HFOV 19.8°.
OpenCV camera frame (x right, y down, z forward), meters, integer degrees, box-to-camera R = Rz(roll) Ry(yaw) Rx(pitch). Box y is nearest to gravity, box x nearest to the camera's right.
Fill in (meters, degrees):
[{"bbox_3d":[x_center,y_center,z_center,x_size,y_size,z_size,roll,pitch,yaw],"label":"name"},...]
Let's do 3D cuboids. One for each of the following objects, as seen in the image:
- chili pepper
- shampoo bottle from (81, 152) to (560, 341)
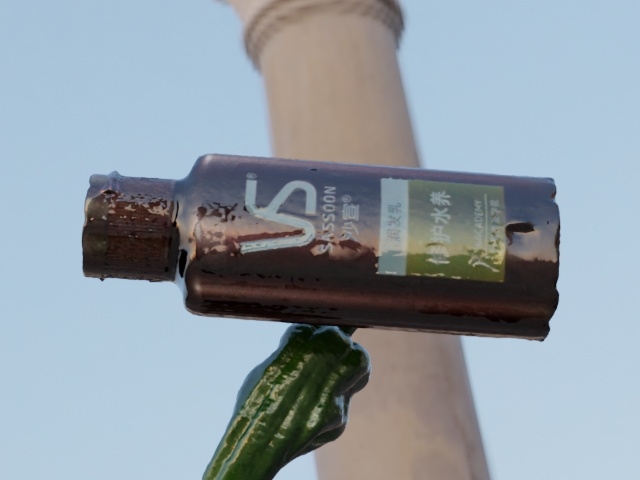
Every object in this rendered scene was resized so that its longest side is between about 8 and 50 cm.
[{"bbox_3d":[-0.040,0.150,1.291,0.257,0.074,0.100,-54,-29,-8],"label":"chili pepper"},{"bbox_3d":[0.000,0.000,1.268,0.323,0.129,0.084,5,-31,-2],"label":"shampoo bottle"}]
